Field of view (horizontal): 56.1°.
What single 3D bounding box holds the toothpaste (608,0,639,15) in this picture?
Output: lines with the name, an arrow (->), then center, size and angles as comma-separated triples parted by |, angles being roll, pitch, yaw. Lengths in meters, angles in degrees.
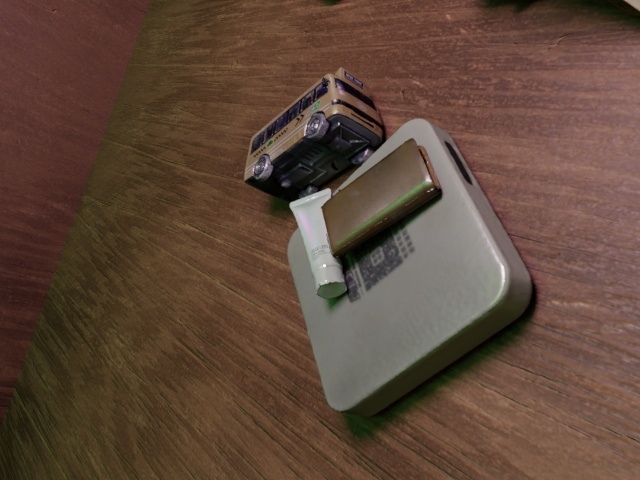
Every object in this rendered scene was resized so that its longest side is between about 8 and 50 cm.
toothpaste -> 0.305, -0.407, 0.742 | 0.110, 0.327, 0.077 | -58, 4, 25

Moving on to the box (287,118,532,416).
box -> 0.111, 0.043, 0.957 | 0.373, 0.090, 0.367 | -44, 45, 31

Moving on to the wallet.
wallet -> 0.086, -0.063, 0.925 | 0.198, 0.031, 0.110 | -35, 49, 28

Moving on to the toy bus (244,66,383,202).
toy bus -> -0.017, -0.196, 1.169 | 0.289, 0.139, 0.157 | -31, 48, 43

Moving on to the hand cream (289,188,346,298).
hand cream -> 0.000, 0.000, 0.998 | 0.078, 0.050, 0.205 | -22, 52, 10
